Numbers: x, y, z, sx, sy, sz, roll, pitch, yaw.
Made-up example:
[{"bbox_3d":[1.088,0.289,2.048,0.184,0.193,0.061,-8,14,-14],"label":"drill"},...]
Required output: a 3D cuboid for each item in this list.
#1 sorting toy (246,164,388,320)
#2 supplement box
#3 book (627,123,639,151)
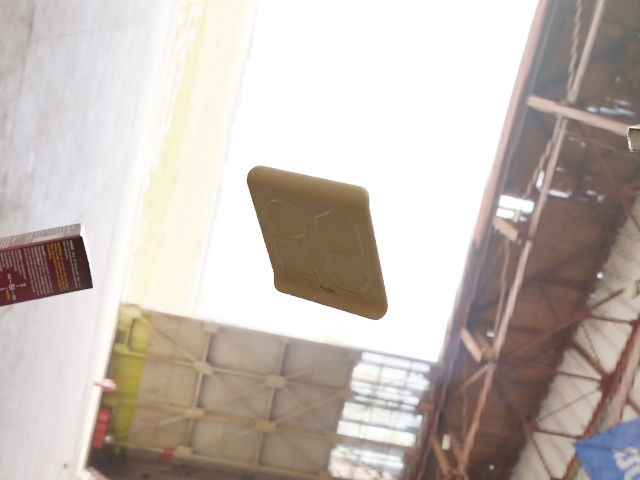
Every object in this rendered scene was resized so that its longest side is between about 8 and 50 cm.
[{"bbox_3d":[0.000,0.000,1.223,0.038,0.193,0.208,-45,138,-40],"label":"sorting toy"},{"bbox_3d":[-0.418,0.038,1.254,0.104,0.188,0.080,-144,-136,-72],"label":"supplement box"},{"bbox_3d":[0.510,-0.154,1.230,0.096,0.144,0.035,-155,-130,-74],"label":"book"}]
